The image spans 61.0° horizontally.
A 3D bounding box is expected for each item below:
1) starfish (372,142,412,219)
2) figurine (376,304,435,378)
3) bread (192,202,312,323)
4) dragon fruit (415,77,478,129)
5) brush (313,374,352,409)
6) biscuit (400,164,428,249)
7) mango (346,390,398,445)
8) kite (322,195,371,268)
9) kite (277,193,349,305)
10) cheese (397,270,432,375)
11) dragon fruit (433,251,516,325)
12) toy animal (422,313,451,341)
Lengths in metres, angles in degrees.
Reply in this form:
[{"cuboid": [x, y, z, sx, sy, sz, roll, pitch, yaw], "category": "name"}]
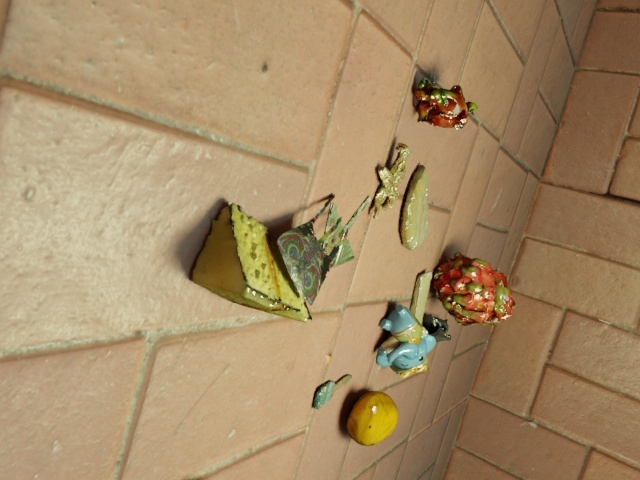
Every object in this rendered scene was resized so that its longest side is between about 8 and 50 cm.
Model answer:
[{"cuboid": [0.186, -0.147, 1.413, 0.209, 0.053, 0.150, -62, 145, -12], "category": "starfish"}, {"cuboid": [0.259, 0.327, 1.742, 0.180, 0.154, 0.262, -48, 127, -20], "category": "figurine"}, {"cuboid": [-0.115, 0.070, 0.996, 0.142, 0.178, 0.266, -39, 147, 9], "category": "bread"}, {"cuboid": [0.318, -0.355, 1.428, 0.142, 0.138, 0.175, -48, 138, 6], "category": "dragon fruit"}, {"cuboid": [0.041, 0.414, 1.529, 0.196, 0.021, 0.070, -13, 119, -56], "category": "brush"}, {"cuboid": [0.281, -0.071, 1.625, 0.141, 0.038, 0.289, -44, 141, -38], "category": "biscuit"}, {"cuboid": [0.156, 0.552, 1.705, 0.177, 0.120, 0.295, -54, 146, -12], "category": "mango"}, {"cuboid": [0.060, -0.022, 1.319, 0.250, 0.012, 0.229, -56, 148, -26], "category": "kite"}, {"cuboid": [0.000, 0.000, 1.125, 0.152, 0.015, 0.285, 64, 32, -20], "category": "kite"}, {"cuboid": [0.334, 0.298, 1.932, 0.085, 0.034, 0.399, -19, 123, -54], "category": "cheese"}, {"cuboid": [0.555, 0.185, 1.973, 0.231, 0.303, 0.237, -52, 162, 21], "category": "dragon fruit"}, {"cuboid": [0.429, 0.326, 2.087, 0.117, 0.121, 0.210, 59, 19, 1], "category": "toy animal"}]
